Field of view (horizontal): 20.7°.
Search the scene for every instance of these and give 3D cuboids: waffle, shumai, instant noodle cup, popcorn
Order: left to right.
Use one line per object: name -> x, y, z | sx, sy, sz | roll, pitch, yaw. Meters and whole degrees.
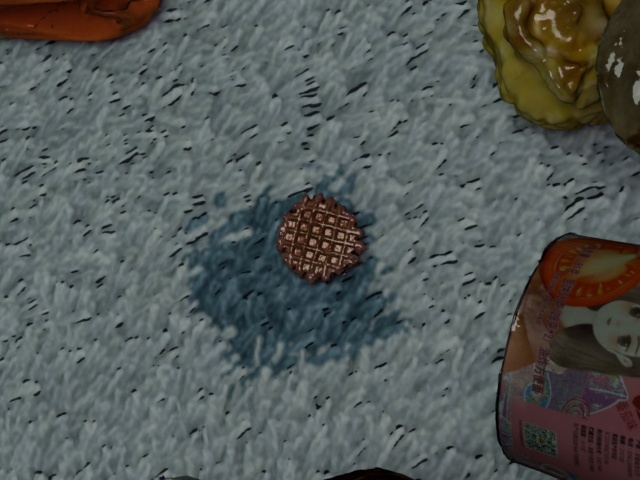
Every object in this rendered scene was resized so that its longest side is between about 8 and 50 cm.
waffle -> 0.000, 0.000, 1.552 | 0.075, 0.029, 0.083 | -40, 73, 4
popcorn -> 0.203, -0.177, 1.469 | 0.170, 0.180, 0.180 | 6, 77, 51
instant noodle cup -> 0.278, 0.112, 1.351 | 0.231, 0.243, 0.243 | 15, 81, 26
shumai -> 0.313, -0.138, 1.333 | 0.201, 0.120, 0.201 | -1, 76, 3

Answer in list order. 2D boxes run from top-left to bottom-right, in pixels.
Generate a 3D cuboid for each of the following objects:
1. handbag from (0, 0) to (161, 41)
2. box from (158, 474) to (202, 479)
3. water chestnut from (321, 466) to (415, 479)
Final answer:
handbag -> -0.278, -0.399, 1.683 | 0.303, 0.116, 0.410 | 3, 77, 19
box -> -0.103, 0.341, 1.473 | 0.135, 0.079, 0.269 | 16, 82, 18
water chestnut -> 0.083, 0.289, 1.346 | 0.300, 0.300, 0.300 | -4, 76, 15
